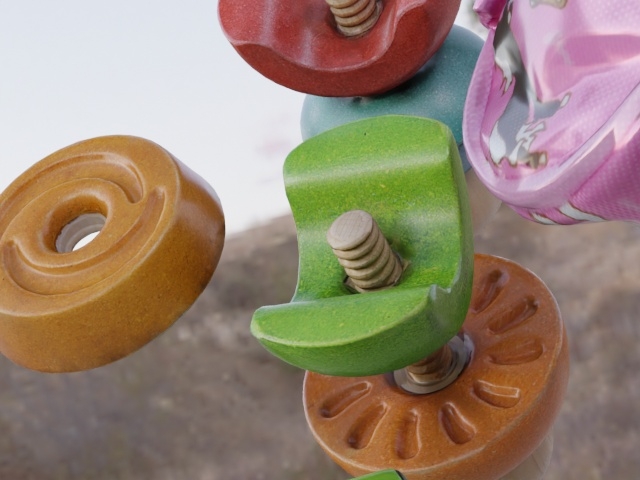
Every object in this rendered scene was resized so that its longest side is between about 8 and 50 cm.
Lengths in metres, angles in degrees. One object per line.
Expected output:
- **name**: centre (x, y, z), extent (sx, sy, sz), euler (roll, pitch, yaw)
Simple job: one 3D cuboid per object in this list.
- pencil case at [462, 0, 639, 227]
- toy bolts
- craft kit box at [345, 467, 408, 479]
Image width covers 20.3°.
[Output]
- **pencil case**: centre (0.243, -0.048, 0.532), extent (0.386, 0.167, 0.160), euler (10, -34, -12)
- **toy bolts**: centre (0.000, 0.000, 0.717), extent (0.218, 0.228, 0.158), euler (-6, -41, 24)
- **craft kit box**: centre (-0.024, 0.177, 0.442), extent (0.250, 0.246, 0.061), euler (-11, -49, -29)
